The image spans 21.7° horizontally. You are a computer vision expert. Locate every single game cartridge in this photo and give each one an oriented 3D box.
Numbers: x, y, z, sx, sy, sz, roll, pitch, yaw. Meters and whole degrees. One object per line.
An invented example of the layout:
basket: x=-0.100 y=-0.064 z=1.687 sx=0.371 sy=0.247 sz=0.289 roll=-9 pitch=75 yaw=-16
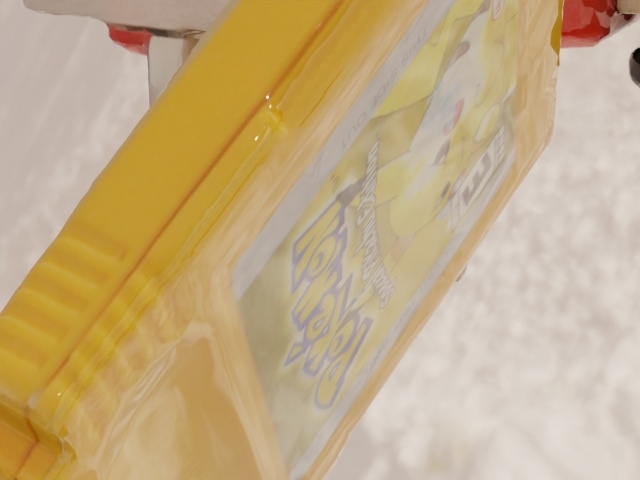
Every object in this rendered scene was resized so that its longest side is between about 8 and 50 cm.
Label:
game cartridge: x=0.000 y=0.000 z=0.647 sx=0.324 sy=0.052 sz=0.285 roll=-57 pitch=-19 yaw=-21

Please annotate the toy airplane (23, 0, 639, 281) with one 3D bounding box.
toy airplane: x=0.013 y=-0.152 z=0.908 sx=0.386 sy=0.384 sz=0.272 roll=-53 pitch=35 yaw=-7
